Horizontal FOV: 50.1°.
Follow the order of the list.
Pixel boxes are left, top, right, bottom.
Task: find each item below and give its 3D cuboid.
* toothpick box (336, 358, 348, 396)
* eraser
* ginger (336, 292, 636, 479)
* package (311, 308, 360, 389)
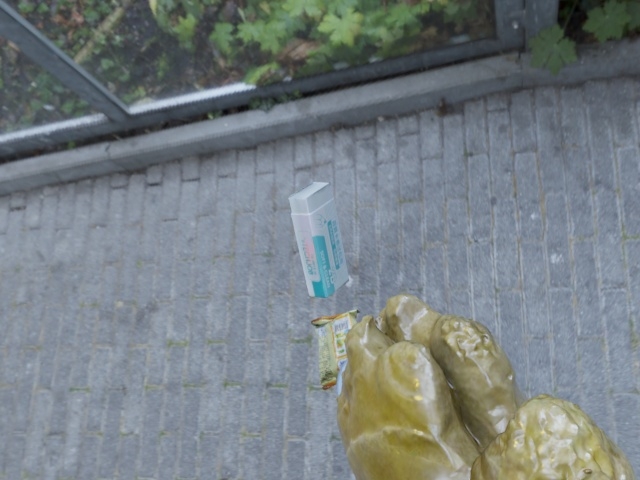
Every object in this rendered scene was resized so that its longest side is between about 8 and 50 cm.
[{"bbox_3d":[0.088,0.203,0.895,0.101,0.153,0.101,-7,66,15],"label":"toothpick box"},{"bbox_3d":[0.000,0.000,1.411,0.052,0.095,0.225,6,117,36],"label":"eraser"},{"bbox_3d":[0.162,0.185,0.448,0.375,0.166,0.236,30,125,18],"label":"ginger"},{"bbox_3d":[0.031,0.178,1.133,0.108,0.031,0.121,-27,63,41],"label":"package"}]
